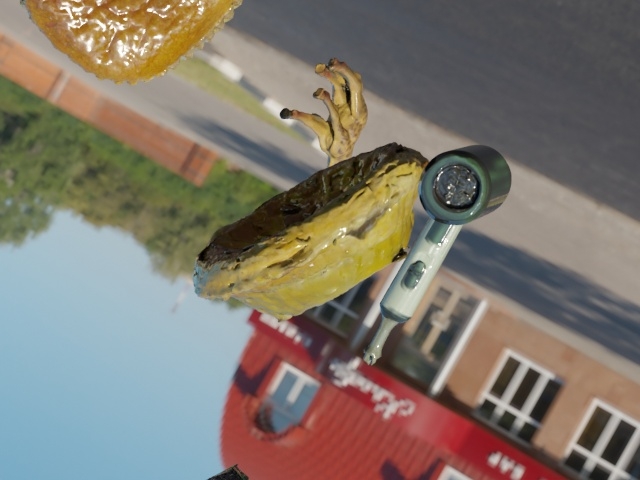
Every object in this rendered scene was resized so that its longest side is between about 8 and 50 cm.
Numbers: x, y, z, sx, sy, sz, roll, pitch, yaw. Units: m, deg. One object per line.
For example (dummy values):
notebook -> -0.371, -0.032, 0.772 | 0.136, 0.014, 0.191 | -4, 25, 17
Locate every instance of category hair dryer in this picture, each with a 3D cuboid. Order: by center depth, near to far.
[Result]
hair dryer -> 0.080, 0.017, 0.932 | 0.057, 0.198, 0.100 | 30, -163, 14

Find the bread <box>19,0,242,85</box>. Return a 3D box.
bread -> -0.192, -0.291, 1.257 | 0.227, 0.253, 0.142 | 52, 179, -18

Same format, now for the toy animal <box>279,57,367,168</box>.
toy animal -> 0.013, -0.133, 1.719 | 0.054, 0.149, 0.275 | 29, 141, 33

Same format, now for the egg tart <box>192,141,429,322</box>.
egg tart -> 0.000, 0.000, 1.290 | 0.115, 0.290, 0.290 | 60, 173, -10

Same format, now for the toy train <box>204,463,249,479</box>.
toy train -> -0.069, 0.283, 1.168 | 0.081, 0.060, 0.202 | 67, 164, -14
